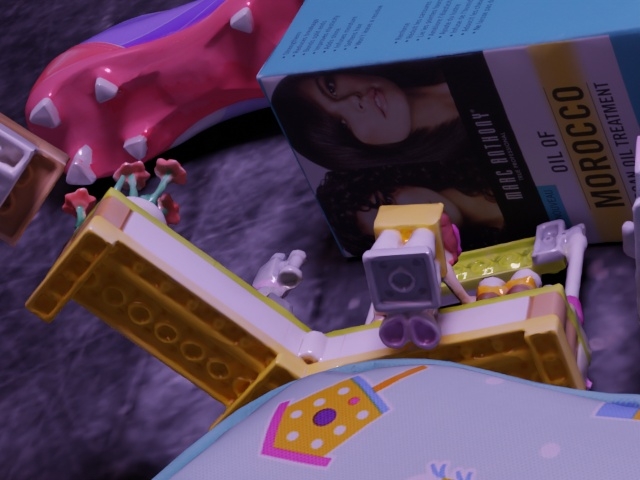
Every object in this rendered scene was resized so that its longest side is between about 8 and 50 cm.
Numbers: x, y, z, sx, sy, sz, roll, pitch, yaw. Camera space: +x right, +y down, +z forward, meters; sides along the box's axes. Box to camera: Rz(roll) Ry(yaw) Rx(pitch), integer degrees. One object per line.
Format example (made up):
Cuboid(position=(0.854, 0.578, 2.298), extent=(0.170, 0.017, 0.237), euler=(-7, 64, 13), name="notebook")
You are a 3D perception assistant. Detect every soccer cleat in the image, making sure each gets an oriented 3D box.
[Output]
Cuboid(position=(-0.033, -0.099, 0.856), extent=(0.248, 0.083, 0.095), euler=(-19, 28, 16), name="soccer cleat")

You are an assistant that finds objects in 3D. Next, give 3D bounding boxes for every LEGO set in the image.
Cuboid(position=(0.000, 0.000, 0.635), extent=(0.287, 0.132, 0.107), euler=(7, 34, 9), name="LEGO set")

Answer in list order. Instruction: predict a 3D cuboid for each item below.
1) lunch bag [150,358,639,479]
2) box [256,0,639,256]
Cuboid(position=(0.041, 0.141, 0.404), extent=(0.279, 0.108, 0.224), euler=(10, 41, 39), name="lunch bag")
Cuboid(position=(0.105, -0.054, 0.668), extent=(0.244, 0.100, 0.060), euler=(-4, 39, 32), name="box")
